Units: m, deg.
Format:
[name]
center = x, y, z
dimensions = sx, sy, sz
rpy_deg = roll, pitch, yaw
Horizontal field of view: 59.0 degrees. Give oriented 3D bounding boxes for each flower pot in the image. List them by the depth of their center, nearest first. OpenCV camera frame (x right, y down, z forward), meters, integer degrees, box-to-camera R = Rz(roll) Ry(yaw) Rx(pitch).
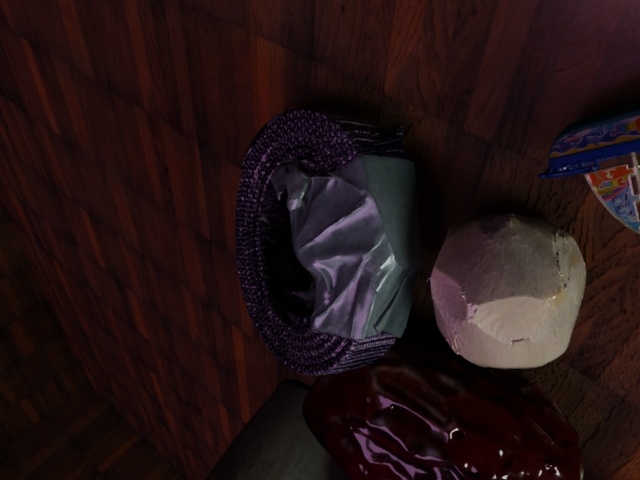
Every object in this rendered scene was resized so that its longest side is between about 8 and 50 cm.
[flower pot]
center = -0.093, 0.520, 1.222
dimensions = 0.293, 0.330, 0.294
rpy_deg = 28, 139, 28

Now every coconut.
[coconut]
center = 0.193, 0.047, 0.594
dimensions = 0.161, 0.161, 0.162
rpy_deg = 16, 142, 40

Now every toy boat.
[toy boat]
center = 0.260, -0.058, 0.475
dimensions = 0.175, 0.091, 0.110
rpy_deg = -7, 100, 56

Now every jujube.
[jujube]
center = 0.153, 0.251, 0.771
dimensions = 0.376, 0.258, 0.259
rpy_deg = 14, 133, 24

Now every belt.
[belt]
center = 0.000, 0.000, 0.697
dimensions = 0.260, 0.122, 0.325
rpy_deg = -10, 82, 46
